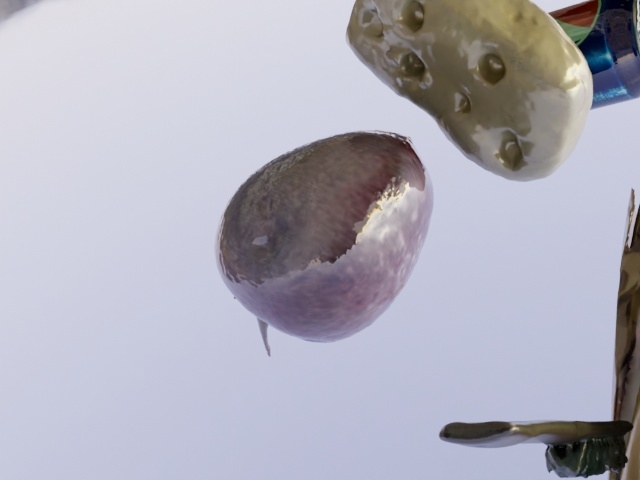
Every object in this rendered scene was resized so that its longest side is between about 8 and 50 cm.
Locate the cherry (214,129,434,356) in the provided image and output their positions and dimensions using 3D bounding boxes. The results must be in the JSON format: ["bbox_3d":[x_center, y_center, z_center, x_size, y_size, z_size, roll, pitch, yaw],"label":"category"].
[{"bbox_3d":[0.000,0.000,1.031,0.266,0.183,0.213,-50,171,4],"label":"cherry"}]

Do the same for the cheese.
[{"bbox_3d":[0.143,-0.172,1.023,0.263,0.159,0.093,41,-128,11],"label":"cheese"}]

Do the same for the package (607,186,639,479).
[{"bbox_3d":[0.224,0.090,0.568,0.165,0.221,0.311,4,-122,27],"label":"package"}]

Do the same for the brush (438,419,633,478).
[{"bbox_3d":[0.104,0.094,0.478,0.034,0.028,0.190,-10,166,28],"label":"brush"}]

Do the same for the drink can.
[{"bbox_3d":[0.263,-0.192,1.155,0.204,0.118,0.118,-11,-154,32],"label":"drink can"}]
